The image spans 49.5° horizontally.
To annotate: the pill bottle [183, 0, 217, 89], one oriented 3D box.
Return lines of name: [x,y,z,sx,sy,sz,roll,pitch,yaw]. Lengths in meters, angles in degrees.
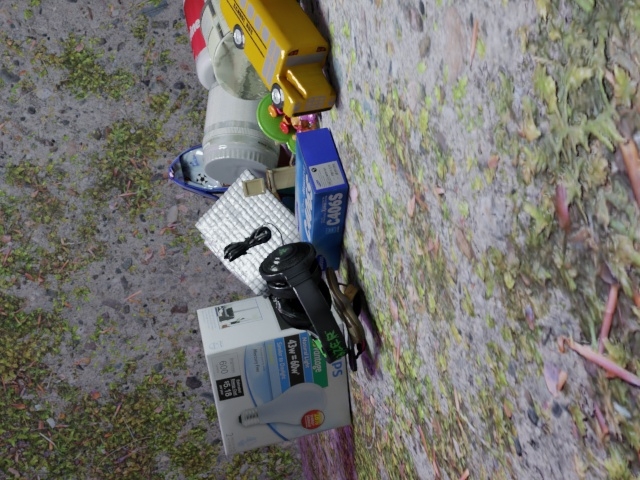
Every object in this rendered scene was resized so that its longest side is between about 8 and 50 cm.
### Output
pill bottle: [-0.310,-0.691,2.209,0.229,0.229,0.408,100,157,-66]

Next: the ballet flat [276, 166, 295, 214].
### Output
ballet flat: [-0.089,-0.154,2.002,0.248,0.086,0.086,92,164,-58]

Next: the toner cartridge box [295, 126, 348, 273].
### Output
toner cartridge box: [-0.004,-0.077,1.562,0.348,0.075,0.165,94,164,-58]

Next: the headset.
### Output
headset: [-0.076,0.111,1.541,0.394,0.185,0.243,57,170,39]

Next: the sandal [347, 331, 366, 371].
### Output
sandal: [0.080,0.218,1.546,0.179,0.040,0.067,-89,0,-58]

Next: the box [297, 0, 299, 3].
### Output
box: [-0.125,-0.591,1.578,0.207,0.108,0.153,-131,32,-73]

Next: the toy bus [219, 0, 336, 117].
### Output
toy bus: [-0.082,-0.398,1.371,0.333,0.108,0.130,58,146,26]

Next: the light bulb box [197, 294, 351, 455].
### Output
light bulb box: [-0.123,0.348,1.900,0.225,0.361,0.358,-120,21,-59]

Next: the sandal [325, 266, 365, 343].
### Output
sandal: [0.062,0.130,1.457,0.219,0.060,0.090,-120,10,-58]

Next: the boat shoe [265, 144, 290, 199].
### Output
boat shoe: [-0.139,-0.163,2.174,0.096,0.098,0.277,-150,55,-82]

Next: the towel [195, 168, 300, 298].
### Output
towel: [-0.175,-0.016,1.899,0.283,0.235,0.121,44,-175,20]

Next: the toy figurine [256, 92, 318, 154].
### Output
toy figurine: [-0.053,-0.288,1.560,0.173,0.130,0.159,57,160,1]

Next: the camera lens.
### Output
camera lens: [-0.219,-0.316,1.969,0.219,0.219,0.274,106,168,-71]

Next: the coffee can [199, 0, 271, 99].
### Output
coffee can: [-0.201,-0.521,1.824,0.275,0.201,0.202,-111,14,-48]

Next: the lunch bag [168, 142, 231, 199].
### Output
lunch bag: [-0.369,-0.267,2.584,0.328,0.385,0.239,-167,67,-79]

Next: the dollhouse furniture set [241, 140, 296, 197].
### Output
dollhouse furniture set: [-0.125,-0.210,1.798,0.101,0.181,0.161,-142,42,-76]
